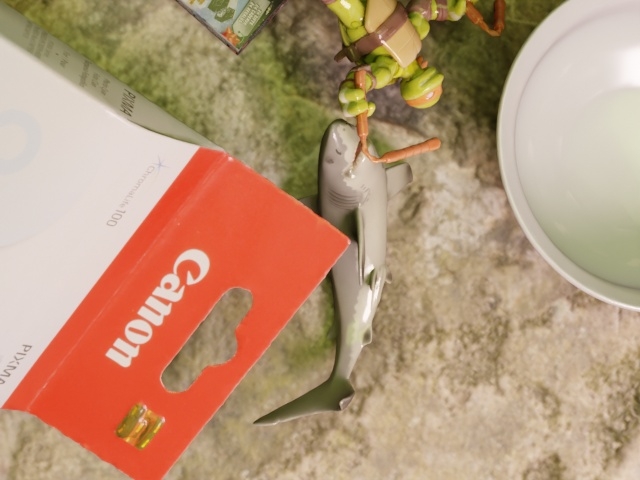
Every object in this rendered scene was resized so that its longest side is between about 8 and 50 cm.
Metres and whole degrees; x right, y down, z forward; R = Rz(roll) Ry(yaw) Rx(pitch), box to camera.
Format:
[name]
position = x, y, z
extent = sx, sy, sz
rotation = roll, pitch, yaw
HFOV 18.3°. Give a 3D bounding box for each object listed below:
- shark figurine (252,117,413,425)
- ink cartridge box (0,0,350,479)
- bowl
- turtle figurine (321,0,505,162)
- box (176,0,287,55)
[shark figurine]
position = 0.004, 0.020, 1.762
extent = 0.116, 0.166, 0.278
rotation = 9, 103, 20
[ink cartridge box]
position = -0.216, 0.022, 1.626
extent = 0.385, 0.091, 0.308
rotation = 34, 109, -13
[bowl]
position = 0.290, -0.080, 1.765
extent = 0.298, 0.134, 0.297
rotation = 0, 85, -5
[turtle figurine]
position = 0.052, -0.198, 1.728
extent = 0.217, 0.087, 0.269
rotation = 55, 48, -16
[box]
position = -0.064, -0.249, 1.795
extent = 0.094, 0.027, 0.137
rotation = 42, 83, 0
